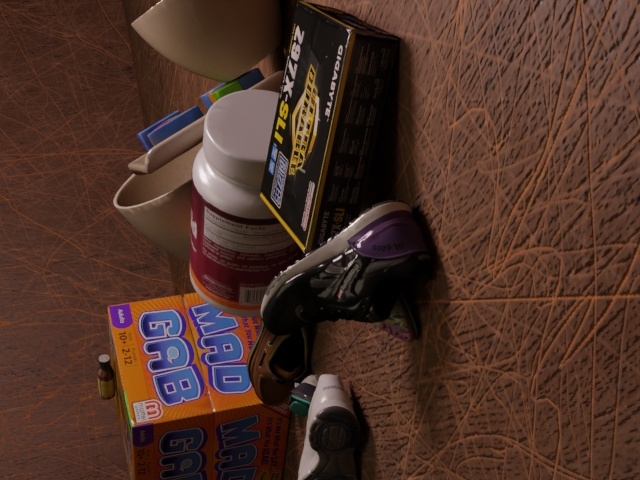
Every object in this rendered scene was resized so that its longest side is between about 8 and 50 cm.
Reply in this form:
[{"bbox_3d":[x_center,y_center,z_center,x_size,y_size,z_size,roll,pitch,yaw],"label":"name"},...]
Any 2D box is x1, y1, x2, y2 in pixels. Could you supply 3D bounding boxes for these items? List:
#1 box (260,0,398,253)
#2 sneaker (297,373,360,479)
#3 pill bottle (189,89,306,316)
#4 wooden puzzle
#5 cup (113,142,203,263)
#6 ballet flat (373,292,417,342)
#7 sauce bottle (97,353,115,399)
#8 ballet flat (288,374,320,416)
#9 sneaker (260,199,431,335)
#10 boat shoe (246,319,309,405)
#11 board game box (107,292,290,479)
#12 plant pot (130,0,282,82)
[{"bbox_3d":[0.003,-0.172,1.463,0.257,0.079,0.322,-127,46,-63],"label":"box"},{"bbox_3d":[0.019,0.363,1.774,0.129,0.111,0.297,-92,11,-50],"label":"sneaker"},{"bbox_3d":[-0.124,-0.063,1.798,0.392,0.224,0.224,100,156,-46],"label":"pill bottle"},{"bbox_3d":[-0.230,-0.239,1.917,0.080,0.322,0.348,58,168,-9],"label":"wooden puzzle"},{"bbox_3d":[-0.238,-0.074,2.110,0.237,0.331,0.331,59,173,-23],"label":"cup"},{"bbox_3d":[0.072,0.061,1.443,0.077,0.079,0.221,93,162,-55],"label":"ballet flat"},{"bbox_3d":[-0.506,0.322,2.337,0.042,0.042,0.128,-114,24,-44],"label":"sauce bottle"},{"bbox_3d":[-0.023,0.293,1.904,0.203,0.074,0.074,121,139,-72],"label":"ballet flat"},{"bbox_3d":[0.030,0.073,1.356,0.283,0.107,0.124,-40,58,29],"label":"sneaker"},{"bbox_3d":[-0.083,0.245,2.004,0.104,0.110,0.307,-113,22,-46],"label":"boat shoe"},{"bbox_3d":[-0.296,0.375,2.351,0.356,0.356,0.357,98,157,-43],"label":"board game box"},{"bbox_3d":[-0.181,-0.406,1.834,0.191,0.284,0.284,54,170,-15],"label":"plant pot"}]
